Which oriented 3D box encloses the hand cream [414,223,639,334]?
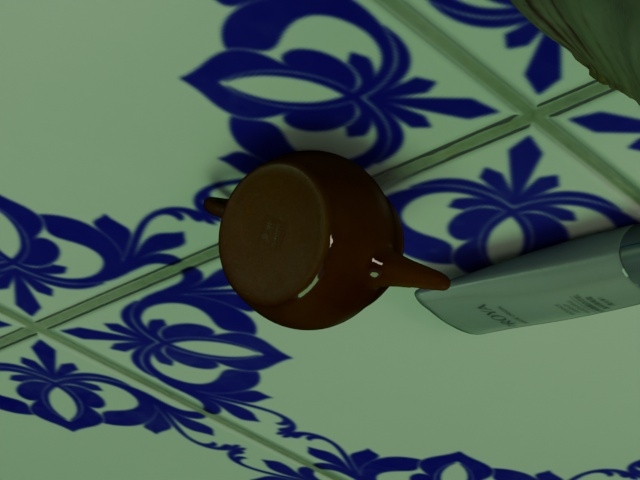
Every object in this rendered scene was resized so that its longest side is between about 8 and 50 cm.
[{"bbox_3d":[0.177,0.021,0.934,0.255,0.048,0.079,-19,141,39],"label":"hand cream"}]

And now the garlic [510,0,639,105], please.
[{"bbox_3d":[0.218,-0.137,0.553,0.245,0.245,0.253,28,109,-29],"label":"garlic"}]

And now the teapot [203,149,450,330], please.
[{"bbox_3d":[0.000,0.000,0.902,0.173,0.116,0.116,20,160,38],"label":"teapot"}]
